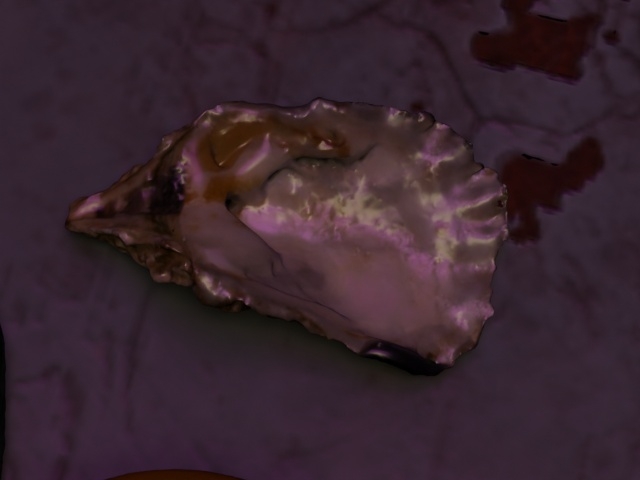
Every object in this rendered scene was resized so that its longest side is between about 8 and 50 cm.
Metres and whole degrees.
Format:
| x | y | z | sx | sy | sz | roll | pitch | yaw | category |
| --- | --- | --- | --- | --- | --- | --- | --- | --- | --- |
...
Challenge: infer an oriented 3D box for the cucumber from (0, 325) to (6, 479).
| x | y | z | sx | sy | sz | roll | pitch | yaw | category |
| --- | --- | --- | --- | --- | --- | --- | --- | --- | --- |
| -0.172 | 0.108 | 0.606 | 0.115 | 0.063 | 0.243 | 16 | 65 | 1 | cucumber |

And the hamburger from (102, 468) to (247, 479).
| x | y | z | sx | sy | sz | roll | pitch | yaw | category |
| --- | --- | --- | --- | --- | --- | --- | --- | --- | --- |
| -0.047 | 0.148 | 0.569 | 0.162 | 0.115 | 0.162 | 2 | 68 | -4 | hamburger |

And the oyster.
| x | y | z | sx | sy | sz | roll | pitch | yaw | category |
| --- | --- | --- | --- | --- | --- | --- | --- | --- | --- |
| 0.000 | 0.000 | 0.675 | 0.146 | 0.045 | 0.121 | -26 | 69 | -23 | oyster |
